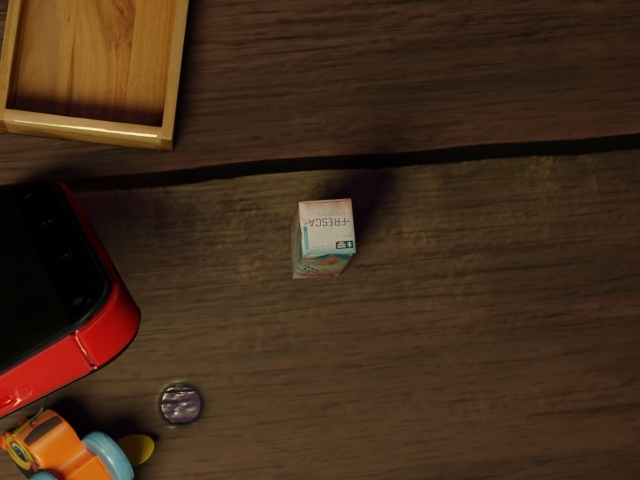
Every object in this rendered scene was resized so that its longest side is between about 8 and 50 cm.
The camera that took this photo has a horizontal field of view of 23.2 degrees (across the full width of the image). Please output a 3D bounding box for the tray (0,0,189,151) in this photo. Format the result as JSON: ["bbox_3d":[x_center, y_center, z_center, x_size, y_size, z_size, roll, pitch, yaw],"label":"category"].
[{"bbox_3d":[-0.249,-0.318,1.817,0.203,0.076,0.411,6,80,-3],"label":"tray"}]

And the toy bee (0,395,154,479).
[{"bbox_3d":[-0.272,0.241,1.691,0.195,0.162,0.298,-12,97,-32],"label":"toy bee"}]

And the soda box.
[{"bbox_3d":[0.000,0.000,1.719,0.058,0.183,0.063,-4,81,-5],"label":"soda box"}]

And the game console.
[{"bbox_3d":[-0.373,0.087,1.607,0.342,0.386,0.060,-31,119,-6],"label":"game console"}]
